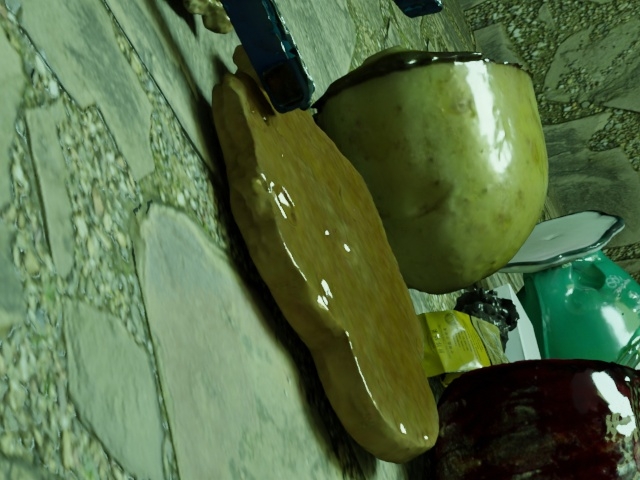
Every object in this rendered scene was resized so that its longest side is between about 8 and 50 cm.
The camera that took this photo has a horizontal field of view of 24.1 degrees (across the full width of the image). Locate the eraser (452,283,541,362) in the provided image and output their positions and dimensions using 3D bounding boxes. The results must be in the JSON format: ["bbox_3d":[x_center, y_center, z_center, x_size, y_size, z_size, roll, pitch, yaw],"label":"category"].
[{"bbox_3d":[0.207,0.172,1.642,0.078,0.076,0.298,58,15,-30],"label":"eraser"}]

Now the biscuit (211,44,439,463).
[{"bbox_3d":[-0.004,0.002,1.185,0.269,0.051,0.376,34,34,-61],"label":"biscuit"}]

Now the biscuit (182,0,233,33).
[{"bbox_3d":[-0.139,-0.269,1.175,0.224,0.033,0.144,48,21,-49],"label":"biscuit"}]

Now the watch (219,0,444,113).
[{"bbox_3d":[-0.019,-0.270,1.230,0.275,0.068,0.276,60,35,-9],"label":"watch"}]

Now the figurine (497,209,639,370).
[{"bbox_3d":[0.349,0.149,1.960,0.323,0.231,0.340,-32,108,-51],"label":"figurine"}]

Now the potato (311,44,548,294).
[{"bbox_3d":[0.118,-0.058,1.444,0.285,0.242,0.243,32,35,-78],"label":"potato"}]

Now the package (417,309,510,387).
[{"bbox_3d":[0.135,0.109,1.454,0.131,0.047,0.071,21,42,-44],"label":"package"}]

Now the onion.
[{"bbox_3d":[0.199,0.214,1.287,0.207,0.216,0.206,24,54,-53],"label":"onion"}]

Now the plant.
[{"bbox_3d":[0.164,0.112,1.585,0.174,0.085,0.087,-65,151,-60],"label":"plant"}]
